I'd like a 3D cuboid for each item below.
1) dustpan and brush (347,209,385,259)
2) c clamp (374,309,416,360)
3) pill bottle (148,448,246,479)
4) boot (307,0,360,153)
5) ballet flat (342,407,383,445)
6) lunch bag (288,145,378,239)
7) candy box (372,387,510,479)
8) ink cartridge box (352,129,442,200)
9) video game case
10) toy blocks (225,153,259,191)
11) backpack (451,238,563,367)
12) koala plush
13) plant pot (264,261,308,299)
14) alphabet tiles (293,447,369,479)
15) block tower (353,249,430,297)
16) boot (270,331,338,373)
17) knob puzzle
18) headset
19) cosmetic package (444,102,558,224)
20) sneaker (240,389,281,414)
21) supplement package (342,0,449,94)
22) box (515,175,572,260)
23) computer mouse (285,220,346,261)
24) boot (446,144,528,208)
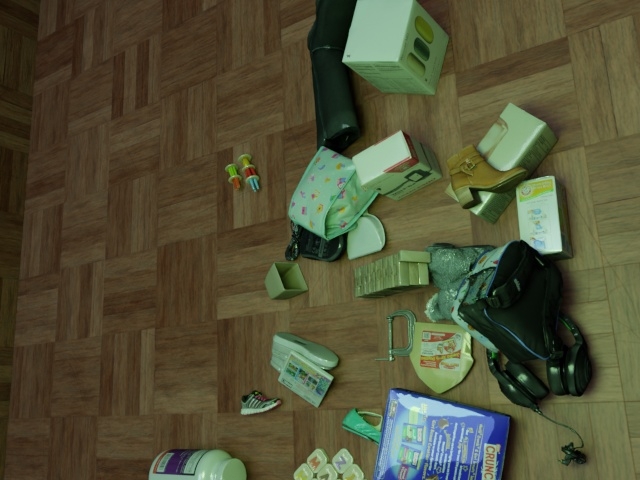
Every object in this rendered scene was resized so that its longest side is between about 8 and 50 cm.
[{"bbox_3d":[0.142,-0.055,1.984,0.147,0.060,0.211,-19,75,42],"label":"dustpan and brush"},{"bbox_3d":[0.227,0.287,1.863,0.137,0.022,0.160,-1,79,34],"label":"c clamp"},{"bbox_3d":[-0.412,0.801,2.092,0.323,0.181,0.181,-11,74,32],"label":"pill bottle"},{"bbox_3d":[0.054,-0.546,2.003,0.146,0.367,0.445,1,72,-10],"label":"boot"},{"bbox_3d":[0.175,0.561,1.806,0.247,0.083,0.087,22,78,34],"label":"ballet flat"},{"bbox_3d":[0.031,-0.138,1.971,0.223,0.160,0.262,32,87,48],"label":"lunch bag"},{"bbox_3d":[0.322,0.556,1.636,0.317,0.122,0.268,10,84,21],"label":"candy box"},{"bbox_3d":[0.233,-0.217,1.839,0.172,0.237,0.100,-28,68,27],"label":"ink cartridge box"},{"bbox_3d":[-0.048,0.438,1.955,0.157,0.019,0.143,32,125,13],"label":"video game case"},{"bbox_3d":[-0.288,-0.231,2.311,0.123,0.054,0.148,-32,64,24],"label":"toy blocks"},{"bbox_3d":[0.471,0.143,1.526,0.213,0.276,0.263,-18,36,57],"label":"backpack"},{"bbox_3d":[0.372,0.125,1.710,0.196,0.203,0.221,3,96,31],"label":"koala plush"},{"bbox_3d":[-0.126,0.145,2.092,0.096,0.109,0.109,-43,59,35],"label":"plant pot"},{"bbox_3d":[0.034,0.788,1.887,0.278,0.021,0.284,-50,58,15],"label":"alphabet tiles"},{"bbox_3d":[0.195,0.105,1.773,0.335,0.091,0.097,146,124,-67],"label":"block tower"},{"bbox_3d":[-0.056,0.395,2.005,0.258,0.095,0.123,18,103,39],"label":"boot"},{"bbox_3d":[0.347,0.337,1.765,0.213,0.030,0.213,-8,75,32],"label":"knob puzzle"},{"bbox_3d":[0.575,0.356,1.566,0.243,0.185,0.394,-26,51,24],"label":"headset"},{"bbox_3d":[0.498,-0.207,1.707,0.129,0.153,0.296,43,103,32],"label":"cosmetic package"},{"bbox_3d":[-0.206,0.539,2.079,0.170,0.063,0.074,-21,75,35],"label":"sneaker"},{"bbox_3d":[0.236,-0.590,1.901,0.198,0.263,0.199,13,88,36],"label":"supplement package"},{"bbox_3d":[0.589,-0.053,1.632,0.103,0.114,0.203,-10,74,34],"label":"box"},{"bbox_3d":[0.000,0.000,2.060,0.272,0.072,0.188,14,90,48],"label":"computer mouse"},{"bbox_3d":[0.427,-0.188,1.618,0.197,0.073,0.152,-26,63,25],"label":"boot"}]
